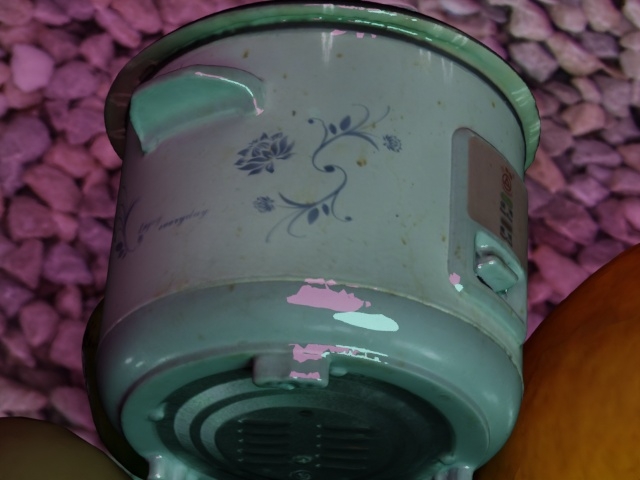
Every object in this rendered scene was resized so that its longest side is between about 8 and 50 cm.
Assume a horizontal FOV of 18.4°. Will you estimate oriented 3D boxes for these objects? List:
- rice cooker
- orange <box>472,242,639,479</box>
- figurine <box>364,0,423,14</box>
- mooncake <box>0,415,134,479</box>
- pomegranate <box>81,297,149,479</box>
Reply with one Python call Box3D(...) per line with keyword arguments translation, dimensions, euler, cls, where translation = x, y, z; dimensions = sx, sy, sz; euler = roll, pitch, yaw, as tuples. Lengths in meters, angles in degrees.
Box3D(translation=(0.000, 0.000, 1.170), dimensions=(0.316, 0.264, 0.317), euler=(32, 49, -45), cls="rice cooker")
Box3D(translation=(0.301, 0.181, 1.187), dimensions=(0.326, 0.424, 0.424), euler=(-12, 60, -52), cls="orange")
Box3D(translation=(0.000, -0.096, 1.392), dimensions=(0.166, 0.250, 0.141), euler=(-10, 43, -25), cls="figurine")
Box3D(translation=(-0.125, 0.312, 1.012), dimensions=(0.467, 0.467, 0.262), euler=(42, 67, 13), cls="mooncake")
Box3D(translation=(-0.062, 0.086, 1.326), dimensions=(0.191, 0.131, 0.152), euler=(-5, 60, -20), cls="pomegranate")
